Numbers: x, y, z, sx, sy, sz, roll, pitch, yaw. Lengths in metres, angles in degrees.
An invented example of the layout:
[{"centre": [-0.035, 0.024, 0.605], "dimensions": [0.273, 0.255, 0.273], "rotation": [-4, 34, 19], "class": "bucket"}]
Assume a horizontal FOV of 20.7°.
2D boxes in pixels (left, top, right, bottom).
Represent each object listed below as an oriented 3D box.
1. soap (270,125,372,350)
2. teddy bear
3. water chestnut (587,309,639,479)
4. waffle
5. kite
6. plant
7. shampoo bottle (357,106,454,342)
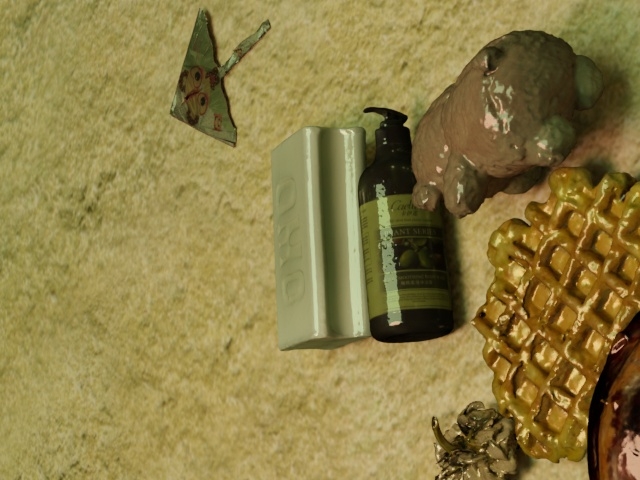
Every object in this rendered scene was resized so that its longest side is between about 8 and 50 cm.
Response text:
[{"centre": [0.000, 0.000, 2.217], "dimensions": [0.160, 0.087, 0.265], "rotation": [152, 117, -70], "class": "soap"}, {"centre": [0.195, -0.124, 1.946], "dimensions": [0.236, 0.151, 0.267], "rotation": [-56, 0, -30], "class": "teddy bear"}, {"centre": [0.366, 0.170, 1.460], "dimensions": [0.300, 0.300, 0.300], "rotation": [-8, 80, 51], "class": "water chestnut"}, {"centre": [0.284, 0.080, 1.903], "dimensions": [0.302, 0.068, 0.325], "rotation": [-24, 66, 47], "class": "waffle"}, {"centre": [-0.144, -0.238, 2.518], "dimensions": [0.250, 0.012, 0.229], "rotation": [-38, 61, 42], "class": "kite"}, {"centre": [0.163, 0.240, 1.993], "dimensions": [0.104, 0.122, 0.116], "rotation": [31, 102, 52], "class": "plant"}, {"centre": [0.097, -0.022, 2.119], "dimensions": [0.101, 0.101, 0.284], "rotation": [-20, 70, 49], "class": "shampoo bottle"}]
